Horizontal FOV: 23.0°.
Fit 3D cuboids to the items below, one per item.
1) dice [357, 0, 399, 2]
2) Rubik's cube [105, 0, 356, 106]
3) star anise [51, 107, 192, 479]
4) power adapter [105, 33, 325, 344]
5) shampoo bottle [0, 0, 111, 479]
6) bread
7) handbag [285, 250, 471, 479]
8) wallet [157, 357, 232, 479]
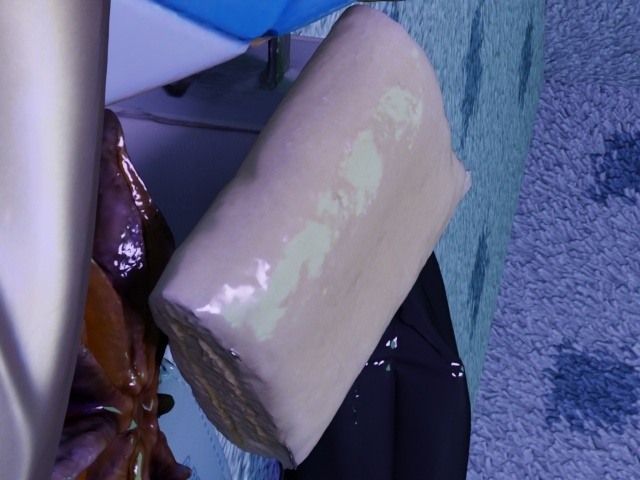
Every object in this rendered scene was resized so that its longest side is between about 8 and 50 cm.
[{"bbox_3d":[0.006,-0.260,0.691,0.233,0.238,0.227,81,19,-49],"label":"dice"},{"bbox_3d":[-0.123,-0.135,0.433,0.254,0.254,0.254,8,90,-78],"label":"Rubik's cube"},{"bbox_3d":[-0.121,0.072,0.664,0.220,0.099,0.214,-71,150,-50],"label":"star anise"},{"bbox_3d":[-0.050,-0.060,0.811,0.125,0.130,0.205,-59,155,-57],"label":"power adapter"},{"bbox_3d":[-0.122,0.009,0.400,0.084,0.125,0.350,-75,-178,-61],"label":"shampoo bottle"},{"bbox_3d":[0.000,0.000,0.718,0.178,0.060,0.139,-58,149,-24],"label":"bread"},{"bbox_3d":[0.052,0.140,1.385,0.288,0.152,0.342,-84,178,-58],"label":"handbag"},{"bbox_3d":[-0.113,0.203,0.829,0.176,0.075,0.250,74,26,-48],"label":"wallet"}]
